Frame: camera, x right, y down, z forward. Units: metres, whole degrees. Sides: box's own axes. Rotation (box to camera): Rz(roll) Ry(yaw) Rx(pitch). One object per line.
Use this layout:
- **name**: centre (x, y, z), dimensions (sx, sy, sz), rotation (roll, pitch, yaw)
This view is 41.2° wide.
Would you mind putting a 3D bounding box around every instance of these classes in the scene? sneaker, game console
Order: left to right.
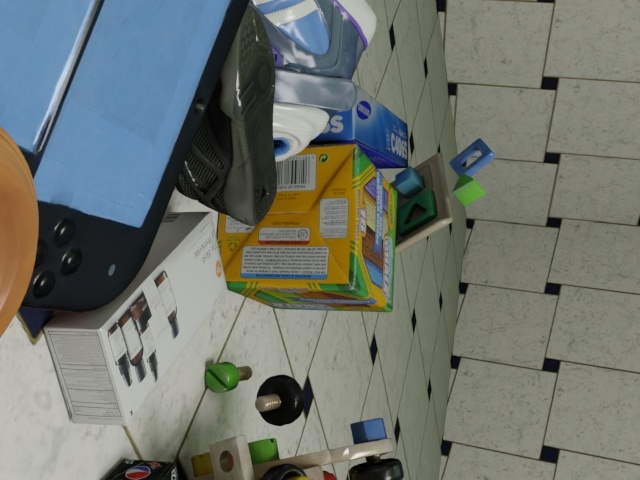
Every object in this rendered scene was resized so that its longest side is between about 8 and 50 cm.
- **game console**: centre (-0.168, -0.140, 0.580), dimensions (0.386, 0.060, 0.342), rotation (-69, 163, -1)
- **sneaker**: centre (-0.111, -0.124, 0.830), dimensions (0.087, 0.130, 0.227), rotation (-58, 158, -44)
- **sneaker**: centre (-0.096, -0.225, 0.914), dimensions (0.323, 0.130, 0.236), rotation (36, 80, -36)

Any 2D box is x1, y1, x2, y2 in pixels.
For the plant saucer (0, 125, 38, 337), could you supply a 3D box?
- **plant saucer**: centre (-0.231, 0.017, 0.477), dimensions (0.200, 0.037, 0.200), rotation (-48, 150, -39)

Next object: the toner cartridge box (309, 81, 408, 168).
- **toner cartridge box**: centre (0.013, -0.152, 1.208), dimensions (0.348, 0.165, 0.075), rotation (3, 85, -74)

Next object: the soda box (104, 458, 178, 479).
- **soda box**: centre (-0.161, 0.294, 0.800), dimensions (0.053, 0.060, 0.168), rotation (-46, 132, -70)

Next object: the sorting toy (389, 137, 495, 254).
- **sorting toy**: centre (0.111, -0.048, 1.317), dimensions (0.047, 0.348, 0.196), rotation (45, 28, -26)

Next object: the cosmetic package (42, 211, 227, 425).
- **cosmetic package**: centre (-0.161, 0.063, 0.804), dimensions (0.239, 0.060, 0.098), rotation (-59, 146, -60)

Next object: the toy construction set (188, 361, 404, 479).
- **toy construction set**: centre (-0.075, 0.306, 0.879), dimensions (0.237, 0.257, 0.308), rotation (4, 93, -58)

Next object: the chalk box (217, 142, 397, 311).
- **chalk box**: centre (0.000, 0.000, 1.136), dimensions (0.289, 0.180, 0.179), rotation (36, 56, -68)
